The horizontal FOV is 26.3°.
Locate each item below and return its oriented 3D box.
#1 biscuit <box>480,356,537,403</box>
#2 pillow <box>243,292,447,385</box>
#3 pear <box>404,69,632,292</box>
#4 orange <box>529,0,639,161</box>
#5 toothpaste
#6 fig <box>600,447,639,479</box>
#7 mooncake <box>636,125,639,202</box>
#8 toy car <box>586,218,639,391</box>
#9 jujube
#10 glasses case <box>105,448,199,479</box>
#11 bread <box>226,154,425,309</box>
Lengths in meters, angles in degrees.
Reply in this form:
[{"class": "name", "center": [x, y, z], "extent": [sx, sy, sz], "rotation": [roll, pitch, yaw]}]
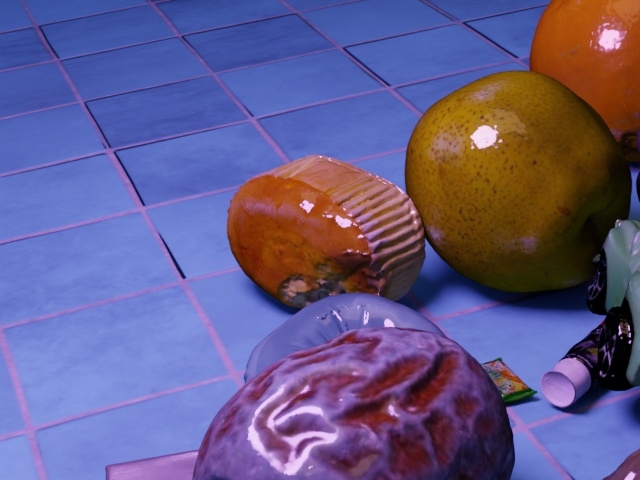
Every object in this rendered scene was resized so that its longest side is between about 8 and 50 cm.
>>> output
[{"class": "biscuit", "center": [0.203, 0.158, 1.547], "extent": [0.046, 0.016, 0.089], "rotation": [-15, 29, -16]}, {"class": "pillow", "center": [0.030, 0.144, 1.539], "extent": [0.214, 0.086, 0.233], "rotation": [21, 39, 33]}, {"class": "pear", "center": [0.242, -0.074, 1.712], "extent": [0.294, 0.294, 0.294], "rotation": [-5, 27, 2]}, {"class": "orange", "center": [0.460, -0.265, 2.001], "extent": [0.312, 0.312, 0.312], "rotation": [-5, 27, 2]}, {"class": "toothpaste", "center": [0.314, 0.129, 1.556], "extent": [0.071, 0.045, 0.193], "rotation": [20, 31, 35]}, {"class": "fig", "center": [0.294, 0.224, 1.043], "extent": [0.286, 0.368, 0.286], "rotation": [-13, 30, 8]}, {"class": "mooncake", "center": [0.524, -0.074, 1.654], "extent": [0.154, 0.306, 0.306], "rotation": [-26, 33, -23]}, {"class": "toy car", "center": [0.414, 0.068, 1.469], "extent": [0.213, 0.176, 0.358], "rotation": [10, 28, 0]}, {"class": "jujube", "center": [0.038, 0.199, 1.286], "extent": [0.246, 0.215, 0.308], "rotation": [16, 33, 34]}, {"class": "glasses case", "center": [-0.126, 0.251, 1.408], "extent": [0.191, 0.042, 0.072], "rotation": [-9, 35, -6]}, {"class": "bread", "center": [0.000, 0.000, 1.720], "extent": [0.250, 0.179, 0.133], "rotation": [26, 32, 32]}]
